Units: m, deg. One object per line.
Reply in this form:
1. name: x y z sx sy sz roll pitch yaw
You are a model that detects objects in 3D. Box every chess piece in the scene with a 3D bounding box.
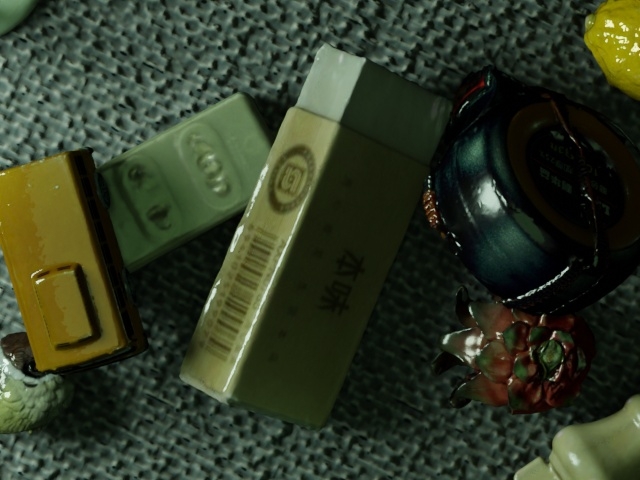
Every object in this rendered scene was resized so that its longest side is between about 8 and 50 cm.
1. chess piece: 0.341 0.162 1.814 0.397 0.117 0.117 -34 91 2

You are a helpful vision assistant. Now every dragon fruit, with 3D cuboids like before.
1. dragon fruit: 0.188 0.105 1.814 0.142 0.121 0.130 30 58 24

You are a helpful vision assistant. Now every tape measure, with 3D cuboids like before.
1. tape measure: 0.201 -0.037 1.762 0.202 0.223 0.135 27 135 -21

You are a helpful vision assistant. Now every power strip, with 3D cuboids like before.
1. power strip: -0.149 -0.046 1.834 0.256 0.070 0.105 -28 91 0

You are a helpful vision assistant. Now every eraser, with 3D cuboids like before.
1. eraser: 0.000 0.000 1.797 0.144 0.078 0.343 21 92 -43

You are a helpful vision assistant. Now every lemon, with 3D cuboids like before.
1. lemon: 0.323 -0.183 1.806 0.155 0.114 0.114 16 91 4

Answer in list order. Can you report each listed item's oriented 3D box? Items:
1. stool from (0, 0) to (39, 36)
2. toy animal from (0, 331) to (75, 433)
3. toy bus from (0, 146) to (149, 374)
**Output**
1. stool: -0.352 -0.285 1.766 0.195 0.199 0.195 44 89 0
2. toy animal: -0.302 0.136 1.832 0.137 0.098 0.098 -9 91 22
3. toy bus: -0.230 0.022 1.747 0.098 0.114 0.201 -16 92 6
